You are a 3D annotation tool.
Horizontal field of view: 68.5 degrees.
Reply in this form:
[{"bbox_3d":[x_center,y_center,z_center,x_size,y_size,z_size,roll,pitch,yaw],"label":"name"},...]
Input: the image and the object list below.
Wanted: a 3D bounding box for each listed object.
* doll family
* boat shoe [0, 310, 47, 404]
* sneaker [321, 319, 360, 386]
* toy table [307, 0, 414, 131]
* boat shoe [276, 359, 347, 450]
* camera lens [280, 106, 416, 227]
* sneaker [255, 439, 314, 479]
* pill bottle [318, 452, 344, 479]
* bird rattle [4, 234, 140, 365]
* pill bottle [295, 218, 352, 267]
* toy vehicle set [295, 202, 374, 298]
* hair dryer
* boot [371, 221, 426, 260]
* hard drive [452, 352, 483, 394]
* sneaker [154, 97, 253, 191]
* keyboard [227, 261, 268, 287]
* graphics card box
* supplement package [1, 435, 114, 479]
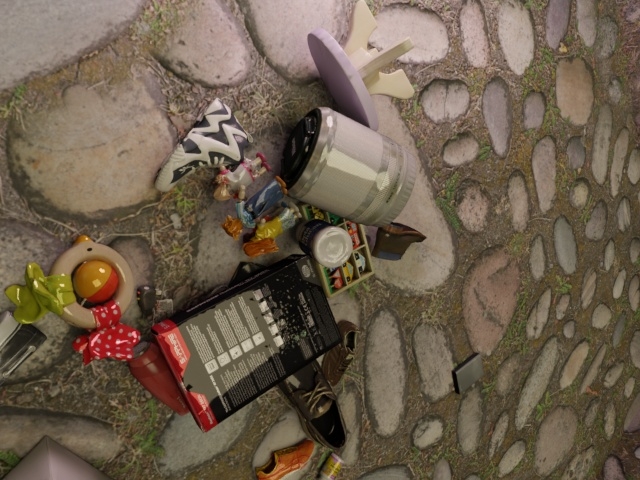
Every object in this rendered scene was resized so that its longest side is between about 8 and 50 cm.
[{"bbox_3d":[-0.136,-0.055,1.037,0.163,0.118,0.263,-42,141,-14],"label":"doll family"},{"bbox_3d":[-0.611,0.271,0.817,0.102,0.108,0.301,46,64,-29],"label":"boat shoe"},{"bbox_3d":[0.058,0.317,1.296,0.066,0.071,0.189,15,88,-35],"label":"sneaker"},{"bbox_3d":[0.105,-0.414,1.136,0.161,0.252,0.274,-38,123,-6],"label":"toy table"},{"bbox_3d":[-0.014,0.399,1.222,0.132,0.130,0.355,-38,116,-24],"label":"boat shoe"},{"bbox_3d":[0.057,-0.168,1.108,0.274,0.219,0.220,20,85,-22],"label":"camera lens"},{"bbox_3d":[-0.088,0.580,1.243,0.175,0.064,0.067,-26,101,-32],"label":"sneaker"},{"bbox_3d":[0.028,0.655,1.343,0.043,0.043,0.083,45,72,-30],"label":"pill bottle"},{"bbox_3d":[-0.434,0.107,0.893,0.253,0.143,0.207,41,51,-29],"label":"bird rattle"},{"bbox_3d":[0.000,0.000,1.108,0.094,0.169,0.094,-5,103,-21],"label":"pill bottle"},{"bbox_3d":[0.044,0.001,1.260,0.166,0.035,0.267,-27,111,-28],"label":"toy vehicle set"},{"bbox_3d":[-0.299,0.242,1.026,0.223,0.080,0.294,7,95,-28],"label":"hair dryer"},{"bbox_3d":[0.224,0.006,1.366,0.219,0.082,0.106,12,105,-46],"label":"boot"},{"bbox_3d":[0.523,0.471,1.667,0.135,0.022,0.094,-25,110,-29],"label":"hard drive"},{"bbox_3d":[-0.233,-0.169,1.009,0.153,0.094,0.235,39,65,-23],"label":"sneaker"},{"bbox_3d":[-0.166,0.222,1.126,0.201,0.033,0.317,27,82,-9],"label":"keyboard"},{"bbox_3d":[-0.148,0.206,1.030,0.370,0.094,0.233,-28,102,-27],"label":"graphics card box"},{"bbox_3d":[-0.477,0.557,0.902,0.177,0.175,0.293,-46,119,-18],"label":"supplement package"}]
